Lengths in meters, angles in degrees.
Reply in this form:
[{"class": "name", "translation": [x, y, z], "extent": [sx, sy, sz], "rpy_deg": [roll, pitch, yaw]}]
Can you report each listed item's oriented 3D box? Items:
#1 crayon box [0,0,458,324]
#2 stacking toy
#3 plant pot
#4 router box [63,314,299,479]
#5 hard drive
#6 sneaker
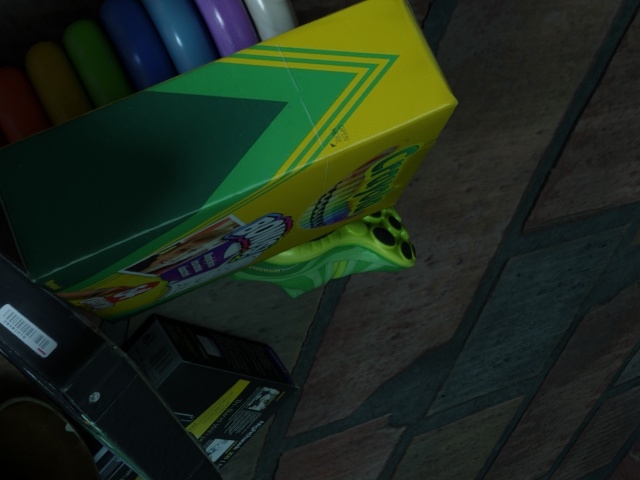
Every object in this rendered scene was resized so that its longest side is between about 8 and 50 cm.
[{"class": "crayon box", "translation": [-0.074, -0.046, 0.865], "extent": [0.313, 0.106, 0.363], "rpy_deg": [-22, 173, -6]}, {"class": "stacking toy", "translation": [-0.184, -0.130, 0.829], "extent": [0.330, 0.141, 0.141], "rpy_deg": [-26, 146, -8]}, {"class": "plant pot", "translation": [-0.385, 0.308, 1.100], "extent": [0.230, 0.215, 0.215], "rpy_deg": [-23, 151, 15]}, {"class": "router box", "translation": [-0.210, 0.246, 1.290], "extent": [0.309, 0.081, 0.243], "rpy_deg": [-47, 147, 12]}, {"class": "hard drive", "translation": [-0.233, 0.128, 0.977], "extent": [0.064, 0.237, 0.339], "rpy_deg": [-48, 150, -18]}, {"class": "sneaker", "translation": [0.000, 0.000, 1.199], "extent": [0.296, 0.109, 0.123], "rpy_deg": [3, 151, -48]}]
